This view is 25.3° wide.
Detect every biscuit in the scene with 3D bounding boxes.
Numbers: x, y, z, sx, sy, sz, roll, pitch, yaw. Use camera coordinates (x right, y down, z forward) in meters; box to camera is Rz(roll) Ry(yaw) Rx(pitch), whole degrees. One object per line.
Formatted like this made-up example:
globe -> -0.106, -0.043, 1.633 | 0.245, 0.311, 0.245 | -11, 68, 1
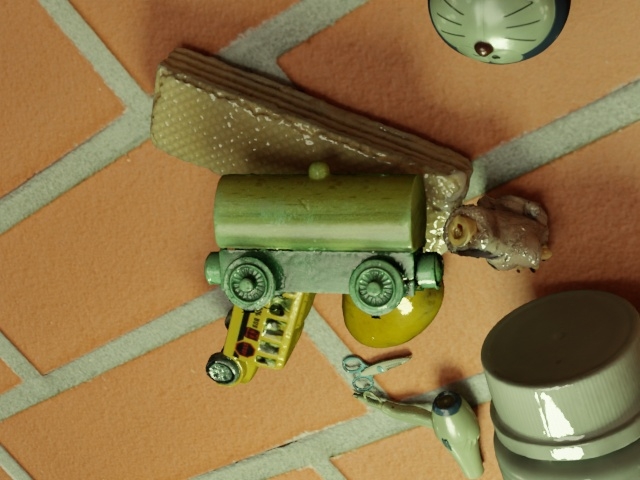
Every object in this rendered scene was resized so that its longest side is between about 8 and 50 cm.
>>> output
biscuit -> -0.015, -0.115, 1.820 | 0.426, 0.078, 0.144 | 22, 131, 10

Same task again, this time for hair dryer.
hair dryer -> 0.155, 0.281, 2.071 | 0.199, 0.067, 0.167 | -3, 130, 43

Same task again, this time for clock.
clock -> 0.194, -0.303, 1.512 | 0.199, 0.146, 0.243 | 16, 127, 23

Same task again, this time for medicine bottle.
medicine bottle -> 0.338, 0.240, 1.796 | 0.245, 0.245, 0.306 | -5, 122, 31

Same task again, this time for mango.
mango -> 0.089, 0.072, 1.904 | 0.137, 0.098, 0.195 | 33, 142, -2

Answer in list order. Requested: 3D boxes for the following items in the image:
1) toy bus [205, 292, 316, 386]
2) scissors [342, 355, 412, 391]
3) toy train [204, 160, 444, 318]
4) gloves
toy bus -> -0.069, 0.069, 1.971 | 0.123, 0.121, 0.335 | 19, 132, 4
scissors -> 0.084, 0.183, 2.047 | 0.119, 0.014, 0.058 | -20, 103, 39
toy train -> 0.002, -0.003, 1.762 | 0.307, 0.126, 0.189 | 1, 91, 18
gloves -> 0.220, -0.010, 1.753 | 0.110, 0.144, 0.094 | -7, 81, 32
